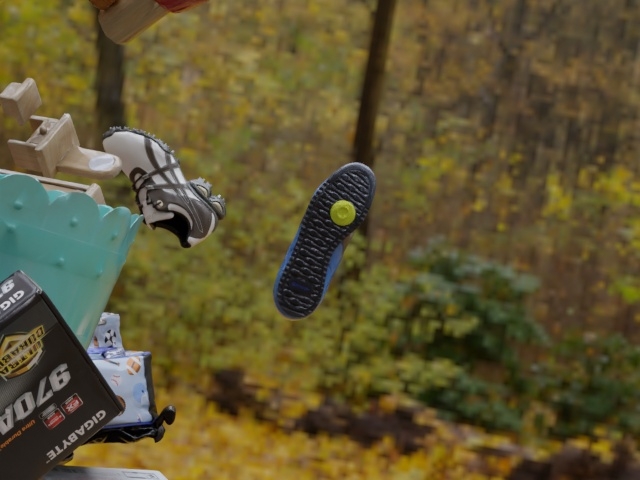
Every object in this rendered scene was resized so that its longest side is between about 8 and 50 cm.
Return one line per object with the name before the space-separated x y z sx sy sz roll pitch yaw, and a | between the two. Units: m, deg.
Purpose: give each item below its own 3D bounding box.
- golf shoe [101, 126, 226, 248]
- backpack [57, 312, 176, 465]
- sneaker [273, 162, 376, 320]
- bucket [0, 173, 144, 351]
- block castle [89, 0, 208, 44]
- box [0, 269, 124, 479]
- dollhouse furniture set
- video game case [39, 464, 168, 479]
golf shoe | -0.221 -0.071 2.216 0.198 0.094 0.077 38 -38 -5
backpack | -0.373 0.201 2.155 0.276 0.213 0.263 -21 -6 43
sneaker | 0.000 0.000 2.017 0.069 0.209 0.082 27 -5 -4
bucket | -0.339 0.018 1.708 0.281 0.183 0.281 18 -2 1
block castle | -0.201 -0.480 1.959 0.303 0.453 0.213 41 -47 -24
box | -0.310 0.158 1.502 0.051 0.220 0.175 35 -21 48
dollhouse furniture set | -0.391 -0.156 2.012 0.174 0.303 0.355 11 -44 24
video game case | -0.257 0.333 2.123 0.190 0.022 0.173 9 11 -33
